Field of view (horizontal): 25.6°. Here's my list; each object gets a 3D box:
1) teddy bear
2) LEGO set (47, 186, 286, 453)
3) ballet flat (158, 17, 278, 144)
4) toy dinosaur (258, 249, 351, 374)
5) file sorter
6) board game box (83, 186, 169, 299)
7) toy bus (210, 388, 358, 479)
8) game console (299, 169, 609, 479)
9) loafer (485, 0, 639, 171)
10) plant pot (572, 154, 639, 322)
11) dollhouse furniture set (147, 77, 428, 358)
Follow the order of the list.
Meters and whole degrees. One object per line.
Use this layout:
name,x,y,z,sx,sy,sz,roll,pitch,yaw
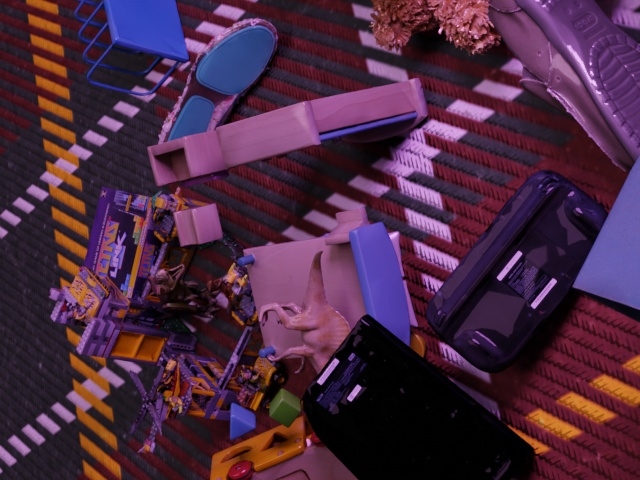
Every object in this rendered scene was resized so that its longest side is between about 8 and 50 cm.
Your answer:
teddy bear,0.173,-0.305,1.479,0.338,0.113,0.245,19,92,49
LEGO set,-0.195,0.078,1.730,0.255,0.192,0.331,-59,44,20
ballet flat,-0.141,-0.204,1.838,0.241,0.091,0.077,-50,24,23
toy dinosaur,-0.012,0.083,1.462,0.092,0.053,0.183,4,113,26
file sorter,-0.276,-0.304,1.991,0.104,0.118,0.170,-43,50,38
board game box,-0.268,0.019,1.943,0.141,0.048,0.170,11,88,49
toy bus,-0.021,0.246,1.548,0.104,0.202,0.191,-95,25,-68
game console,0.156,0.103,1.381,0.213,0.044,0.361,39,97,11
loafer,0.247,-0.164,1.339,0.251,0.094,0.087,57,147,12
plant pot,0.356,-0.025,1.156,0.166,0.165,0.234,21,87,50
dollhouse furniture set,0.000,0.000,1.586,0.286,0.198,0.303,-11,94,43
